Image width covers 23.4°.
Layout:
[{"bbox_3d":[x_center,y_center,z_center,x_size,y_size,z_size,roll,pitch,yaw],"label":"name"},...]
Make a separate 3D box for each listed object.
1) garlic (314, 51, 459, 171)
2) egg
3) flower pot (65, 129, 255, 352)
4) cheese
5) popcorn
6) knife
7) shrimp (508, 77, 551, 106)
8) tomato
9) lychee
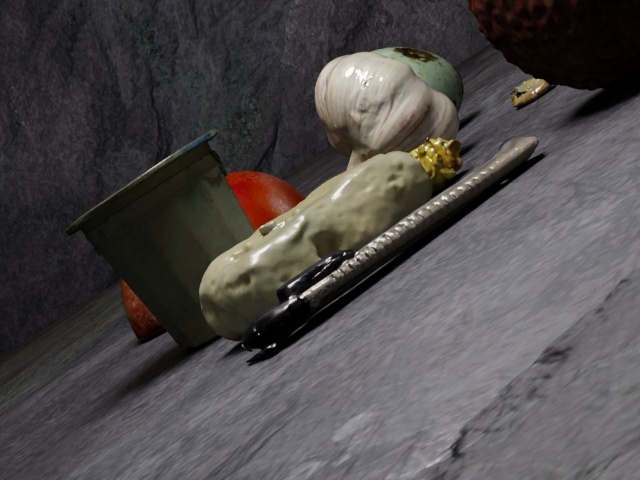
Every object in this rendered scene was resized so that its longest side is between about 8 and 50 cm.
[{"bbox_3d":[0.056,-0.115,1.970,0.226,0.199,0.199,-61,11,-10],"label":"garlic"},{"bbox_3d":[0.114,-0.202,2.278,0.231,0.169,0.169,-22,-1,-31],"label":"egg"},{"bbox_3d":[-0.156,0.009,1.790,0.212,0.203,0.212,-33,7,5],"label":"flower pot"},{"bbox_3d":[-0.001,-0.002,1.573,0.263,0.093,0.159,-36,7,-31],"label":"cheese"},{"bbox_3d":[0.125,-0.085,1.750,0.083,0.057,0.082,-35,-2,16],"label":"popcorn"},{"bbox_3d":[0.068,-0.005,1.455,0.365,0.043,0.089,-35,7,-20],"label":"knife"},{"bbox_3d":[0.270,-0.193,2.044,0.059,0.023,0.108,-45,9,-24],"label":"shrimp"},{"bbox_3d":[-0.170,0.003,2.269,0.338,0.144,0.338,-35,6,4],"label":"tomato"},{"bbox_3d":[0.280,-0.276,1.574,0.260,0.261,0.260,-33,5,4],"label":"lychee"}]
